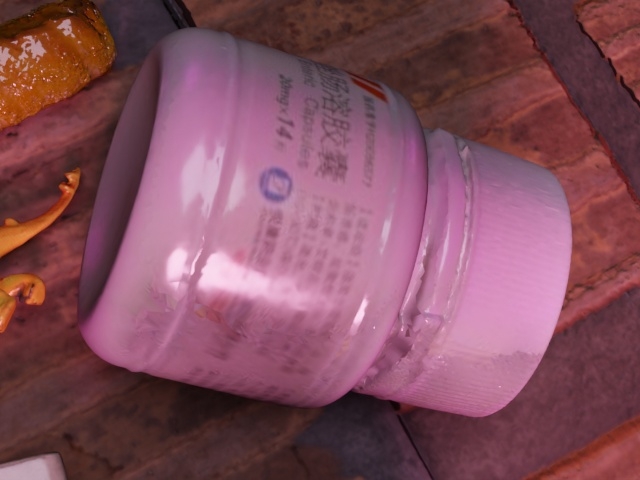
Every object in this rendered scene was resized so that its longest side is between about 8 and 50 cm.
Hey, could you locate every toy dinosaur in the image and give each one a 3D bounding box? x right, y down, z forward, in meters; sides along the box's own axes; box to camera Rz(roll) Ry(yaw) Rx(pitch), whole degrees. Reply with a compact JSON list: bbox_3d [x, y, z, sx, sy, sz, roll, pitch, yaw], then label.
[{"bbox_3d":[-0.271,0.046,0.891,0.117,0.070,0.288,12,59,9],"label":"toy dinosaur"}]

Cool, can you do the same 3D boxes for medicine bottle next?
[{"bbox_3d":[0.000,0.000,0.873,0.302,0.241,0.241,15,71,-18],"label":"medicine bottle"}]

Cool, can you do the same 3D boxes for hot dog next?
[{"bbox_3d":[-0.289,-0.107,0.933,0.289,0.068,0.083,-30,90,-20],"label":"hot dog"}]

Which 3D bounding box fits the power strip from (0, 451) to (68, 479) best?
[{"bbox_3d":[-0.314,0.202,0.825,0.288,0.093,0.053,-11,80,-16],"label":"power strip"}]
